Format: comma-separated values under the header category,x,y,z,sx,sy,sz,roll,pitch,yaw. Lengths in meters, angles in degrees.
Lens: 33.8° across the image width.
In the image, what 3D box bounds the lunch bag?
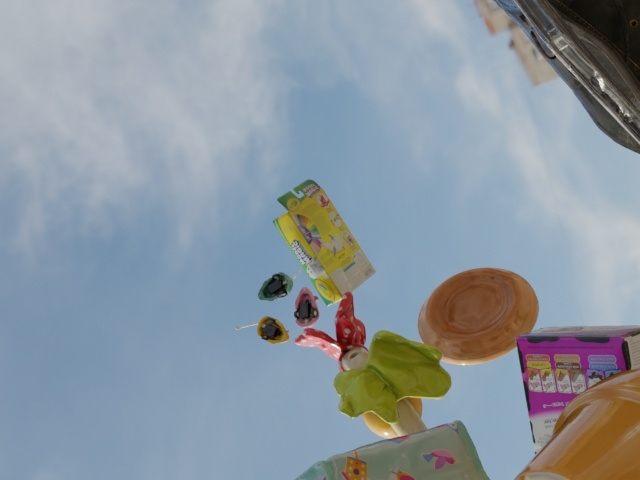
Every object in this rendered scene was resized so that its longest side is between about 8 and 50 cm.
category,x,y,z,sx,sy,sz,roll,pitch,yaw
lunch bag,0.038,0.327,1.126,0.223,0.262,0.160,-4,-124,-42

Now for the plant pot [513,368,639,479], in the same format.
category,x,y,z,sx,sy,sz,roll,pitch,yaw
plant pot,0.281,0.249,1.011,0.188,0.205,0.205,-17,-91,-41

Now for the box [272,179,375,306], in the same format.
category,x,y,z,sx,sy,sz,roll,pitch,yaw
box,0.000,0.000,1.599,0.105,0.043,0.179,-35,-85,-50

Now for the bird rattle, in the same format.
category,x,y,z,sx,sy,sz,roll,pitch,yaw
bird rattle,0.066,0.194,1.360,0.143,0.253,0.207,-37,-72,-16

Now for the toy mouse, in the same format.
category,x,y,z,sx,sy,sz,roll,pitch,yaw
toy mouse,-0.045,0.098,1.660,0.031,0.161,0.143,20,-92,-55

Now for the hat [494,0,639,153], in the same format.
category,x,y,z,sx,sy,sz,roll,pitch,yaw
hat,0.322,-0.221,1.133,0.331,0.134,0.331,44,-174,-6

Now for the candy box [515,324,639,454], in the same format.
category,x,y,z,sx,sy,sz,roll,pitch,yaw
candy box,0.326,0.218,1.230,0.071,0.159,0.233,-11,-87,-39

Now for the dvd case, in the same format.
category,x,y,z,sx,sy,sz,roll,pitch,yaw
dvd case,0.179,-0.166,0.817,0.164,0.018,0.221,33,-156,-38

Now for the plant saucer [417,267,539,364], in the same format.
category,x,y,z,sx,sy,sz,roll,pitch,yaw
plant saucer,0.249,0.112,1.697,0.200,0.200,0.037,-78,-29,-45
